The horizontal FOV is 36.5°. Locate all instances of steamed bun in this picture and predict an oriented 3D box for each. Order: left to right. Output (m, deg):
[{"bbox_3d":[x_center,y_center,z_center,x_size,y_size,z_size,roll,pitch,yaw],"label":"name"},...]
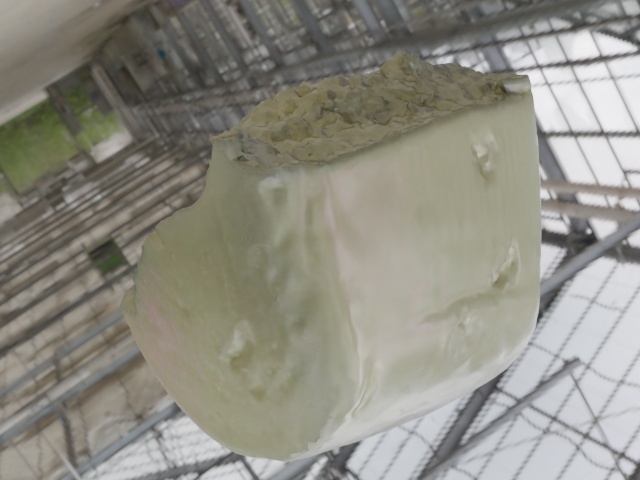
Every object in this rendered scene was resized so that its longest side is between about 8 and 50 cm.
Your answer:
[{"bbox_3d":[0.000,0.000,0.516,0.170,0.200,0.225,7,-169,39],"label":"steamed bun"}]
